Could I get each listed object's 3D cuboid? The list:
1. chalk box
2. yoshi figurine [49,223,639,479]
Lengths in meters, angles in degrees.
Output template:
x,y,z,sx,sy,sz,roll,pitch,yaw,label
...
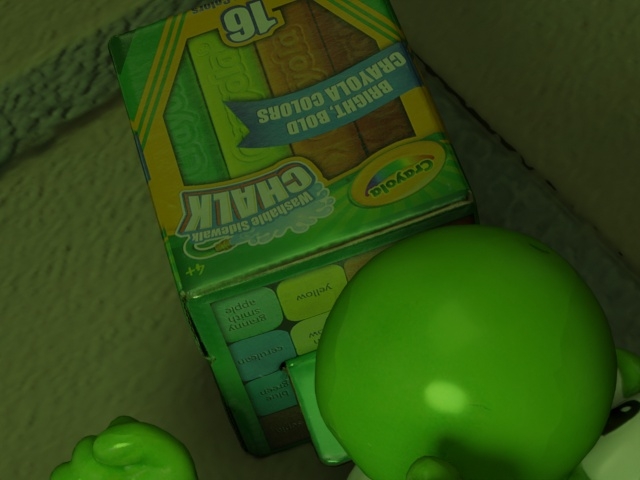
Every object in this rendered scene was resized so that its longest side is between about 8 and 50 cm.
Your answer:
x,y,z,sx,sy,sz,roll,pitch,yaw,label
0.000,0.000,0.856,0.132,0.132,0.213,-19,50,-2,chalk box
-0.016,0.117,0.695,0.362,0.203,0.203,-33,69,-19,yoshi figurine
